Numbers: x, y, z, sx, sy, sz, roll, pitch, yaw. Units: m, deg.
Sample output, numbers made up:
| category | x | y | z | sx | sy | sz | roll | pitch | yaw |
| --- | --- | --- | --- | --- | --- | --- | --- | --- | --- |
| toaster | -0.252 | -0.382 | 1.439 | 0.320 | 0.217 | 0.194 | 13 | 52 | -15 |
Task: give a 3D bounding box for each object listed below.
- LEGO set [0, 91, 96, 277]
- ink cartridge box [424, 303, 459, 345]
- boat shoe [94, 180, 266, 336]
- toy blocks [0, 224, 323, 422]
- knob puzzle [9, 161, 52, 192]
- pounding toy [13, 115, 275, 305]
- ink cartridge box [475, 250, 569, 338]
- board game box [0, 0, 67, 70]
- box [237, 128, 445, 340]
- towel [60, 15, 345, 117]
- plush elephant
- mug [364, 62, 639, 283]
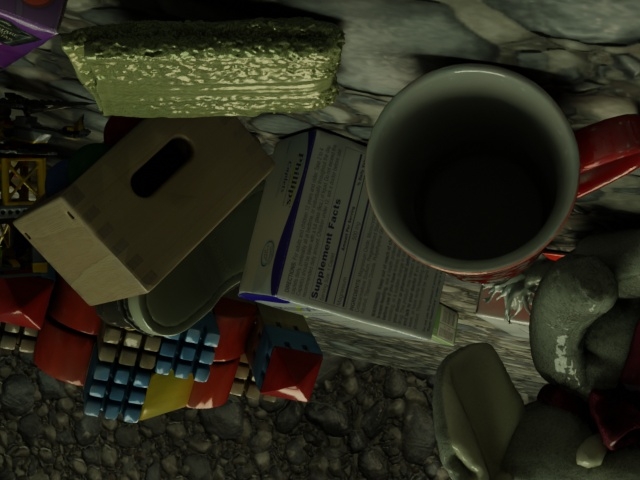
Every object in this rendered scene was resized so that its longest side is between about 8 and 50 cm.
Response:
| category | x | y | z | sx | sy | sz | roll | pitch | yaw |
| --- | --- | --- | --- | --- | --- | --- | --- | --- | --- |
| LEGO set | -0.352 | -0.071 | 0.855 | 0.331 | 0.192 | 0.255 | -2 | -174 | -32 |
| ink cartridge box | 0.055 | 0.095 | 1.605 | 0.235 | 0.056 | 0.171 | 5 | 169 | 30 |
| boat shoe | -0.086 | 0.007 | 0.934 | 0.069 | 0.081 | 0.228 | -3 | -160 | 42 |
| toy blocks | -0.166 | 0.078 | 1.080 | 0.381 | 0.190 | 0.261 | 13 | -165 | -16 |
| knob puzzle | -0.337 | -0.086 | 1.123 | 0.213 | 0.030 | 0.213 | 12 | 170 | 2 |
| pounding toy | -0.126 | -0.048 | 0.818 | 0.094 | 0.181 | 0.206 | 50 | 154 | -14 |
| ink cartridge box | 0.286 | 0.069 | 1.133 | 0.275 | 0.060 | 0.239 | 7 | 171 | 29 |
| board game box | -0.325 | -0.166 | 0.593 | 0.347 | 0.056 | 0.208 | 18 | 165 | -28 |
| box | 0.024 | -0.001 | 0.857 | 0.137 | 0.126 | 0.072 | 18 | 171 | -26 |
| towel | -0.062 | -0.095 | 0.631 | 0.148 | 0.027 | 0.110 | -2 | 169 | -2 |
| plush elephant | 0.238 | 0.136 | 0.928 | 0.272 | 0.255 | 0.330 | 25 | 163 | -39 |
| mug | 0.111 | -0.023 | 0.676 | 0.150 | 0.113 | 0.169 | 12 | 174 | 11 |
